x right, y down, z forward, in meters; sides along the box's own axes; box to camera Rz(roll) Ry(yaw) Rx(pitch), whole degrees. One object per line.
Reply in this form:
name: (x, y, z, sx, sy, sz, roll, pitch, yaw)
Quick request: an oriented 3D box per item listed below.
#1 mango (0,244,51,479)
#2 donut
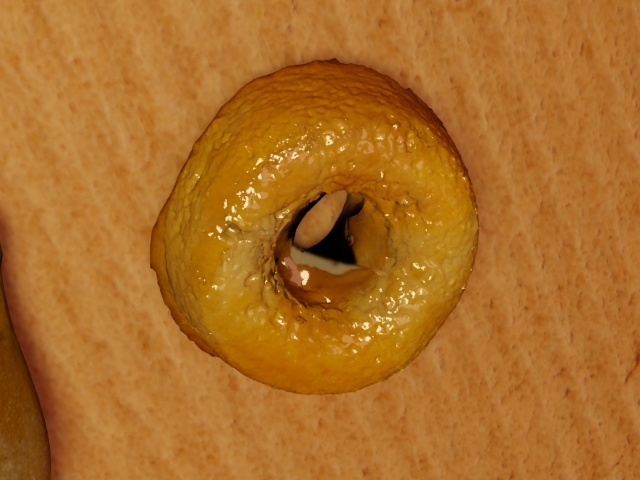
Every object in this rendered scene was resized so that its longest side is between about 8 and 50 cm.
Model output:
mango: (-0.269, 0.132, 0.747, 0.192, 0.146, 0.317, 3, 96, -30)
donut: (0.002, -0.002, 0.841, 0.253, 0.118, 0.254, -8, 120, -14)
